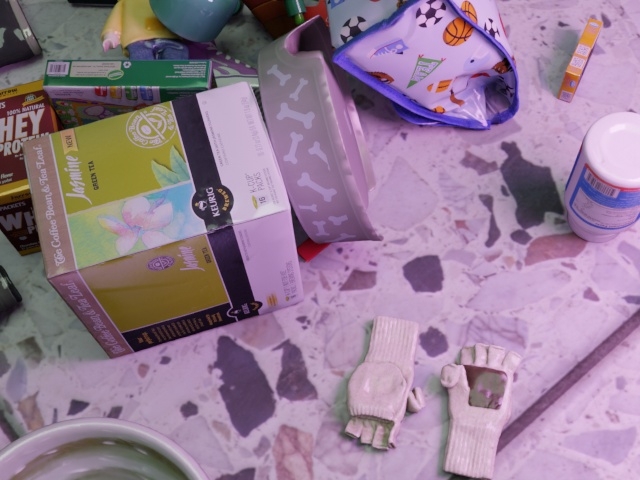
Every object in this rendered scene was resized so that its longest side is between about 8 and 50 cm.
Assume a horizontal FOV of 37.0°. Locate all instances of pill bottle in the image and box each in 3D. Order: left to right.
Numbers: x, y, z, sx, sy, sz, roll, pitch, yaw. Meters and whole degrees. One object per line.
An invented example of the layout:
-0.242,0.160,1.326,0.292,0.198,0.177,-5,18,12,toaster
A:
0.435,-0.085,1.432,0.124,0.221,0.124,-1,65,2,pill bottle

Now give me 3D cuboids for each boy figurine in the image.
-0.275,-0.353,1.583,0.177,0.092,0.285,-7,58,-13,boy figurine

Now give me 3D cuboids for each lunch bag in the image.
0.168,-0.378,1.533,0.239,0.385,0.328,-27,61,32,lunch bag

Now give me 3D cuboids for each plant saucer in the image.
-0.314,0.444,1.286,0.400,0.100,0.400,-1,65,2,plant saucer

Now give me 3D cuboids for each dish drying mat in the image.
0.000,0.000,1.532,0.083,0.008,0.032,-39,68,-14,dish drying mat

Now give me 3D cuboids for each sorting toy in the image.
-0.055,-0.374,1.556,0.127,0.365,0.126,-18,97,-3,sorting toy

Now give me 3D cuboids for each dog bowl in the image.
0.001,-0.154,1.433,0.102,0.349,0.349,-15,64,9,dog bowl

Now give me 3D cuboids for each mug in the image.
-0.197,-0.408,1.547,0.129,0.097,0.157,24,41,-23,mug

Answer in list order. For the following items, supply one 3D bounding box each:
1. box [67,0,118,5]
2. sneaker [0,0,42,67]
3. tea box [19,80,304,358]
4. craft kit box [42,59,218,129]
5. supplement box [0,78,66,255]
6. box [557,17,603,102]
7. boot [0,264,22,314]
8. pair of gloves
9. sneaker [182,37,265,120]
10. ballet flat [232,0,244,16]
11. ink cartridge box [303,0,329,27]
-0.359,-0.643,1.639,0.212,0.395,0.293,3,63,5,box
-0.596,-0.404,1.711,0.118,0.083,0.222,-27,67,-9,sneaker
-0.211,-0.017,1.373,0.323,0.329,0.220,-17,65,-6,tea box
-0.278,-0.194,1.507,0.250,0.246,0.061,1,68,4,craft kit box
-0.453,-0.112,1.504,0.129,0.194,0.191,-15,65,-4,supplement box
0.442,-0.310,1.616,0.028,0.081,0.136,24,69,14,box
-0.649,0.066,1.488,0.338,0.118,0.222,34,67,5,boot
0.160,0.223,1.400,0.240,0.042,0.204,17,67,11,pair of gloves
-0.164,-0.297,1.632,0.282,0.102,0.161,5,62,5,sneaker
-0.204,-0.488,1.675,0.072,0.213,0.068,-25,35,12,ballet flat
-0.010,-0.529,1.752,0.296,0.066,0.261,20,67,12,ink cartridge box
